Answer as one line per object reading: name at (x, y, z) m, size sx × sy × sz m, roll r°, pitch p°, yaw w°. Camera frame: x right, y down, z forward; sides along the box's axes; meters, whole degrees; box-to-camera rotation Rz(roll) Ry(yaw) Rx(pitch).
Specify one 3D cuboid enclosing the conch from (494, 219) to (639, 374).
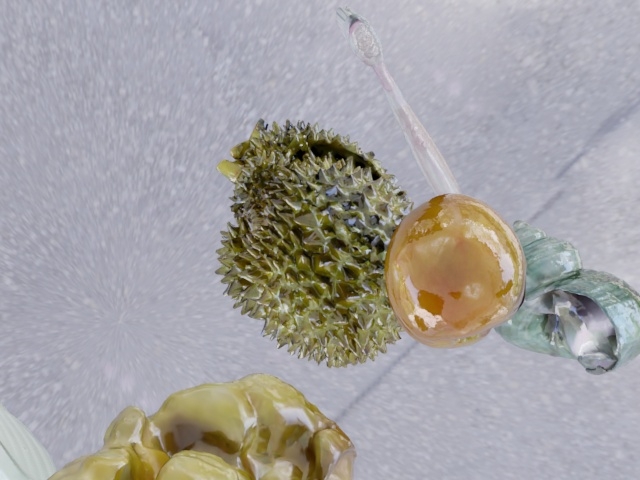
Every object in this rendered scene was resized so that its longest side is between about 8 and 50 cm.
conch at (0.337, 0.087, 1.843) m, size 0.195 × 0.220 × 0.277 m, roll -24°, pitch 61°, yaw -1°

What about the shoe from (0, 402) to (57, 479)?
shoe at (-0.472, 0.260, 1.664) m, size 0.160 × 0.363 × 0.132 m, roll -52°, pitch 136°, yaw -2°

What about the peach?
peach at (0.117, 0.026, 1.154) m, size 0.138 × 0.138 × 0.138 m, roll 1°, pitch 86°, yaw -9°

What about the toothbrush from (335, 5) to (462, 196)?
toothbrush at (0.077, -0.106, 1.170) m, size 0.025 × 0.307 × 0.029 m, roll -37°, pitch 51°, yaw 0°

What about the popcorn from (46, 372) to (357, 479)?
popcorn at (-0.108, 0.233, 0.881) m, size 0.225 × 0.265 × 0.332 m, roll 30°, pitch 74°, yaw 23°

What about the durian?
durian at (0.009, 0.000, 1.529) m, size 0.258 × 0.258 × 0.293 m, roll -25°, pitch 61°, yaw -9°
